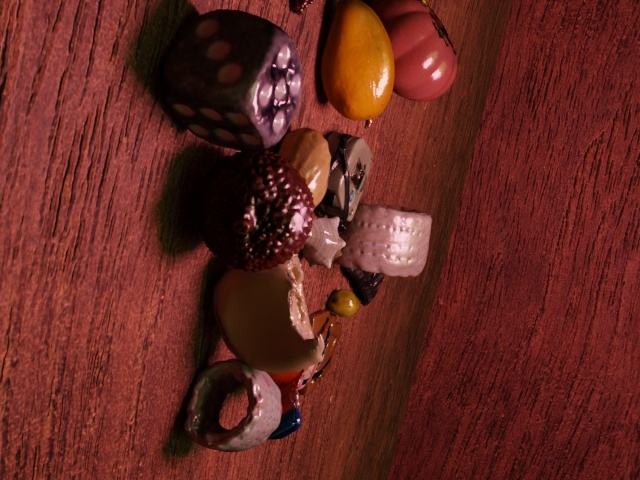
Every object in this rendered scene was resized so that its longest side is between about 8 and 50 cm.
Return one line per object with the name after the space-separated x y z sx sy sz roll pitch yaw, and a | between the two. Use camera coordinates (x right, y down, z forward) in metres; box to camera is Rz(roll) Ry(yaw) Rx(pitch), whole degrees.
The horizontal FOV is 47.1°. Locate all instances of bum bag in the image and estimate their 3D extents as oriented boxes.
0.156 0.104 2.413 0.144 0.095 0.340 -51 152 -14 | bum bag

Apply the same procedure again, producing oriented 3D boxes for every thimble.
-0.197 0.373 1.620 0.211 0.185 0.149 -43 153 -1 | thimble
0.171 -0.010 2.130 0.291 0.292 0.195 -3 105 -68 | thimble

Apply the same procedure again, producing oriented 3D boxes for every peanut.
-0.063 -0.104 1.648 0.147 0.148 0.318 56 51 -64 | peanut

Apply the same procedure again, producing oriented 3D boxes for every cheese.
-0.094 0.326 1.773 0.129 0.217 0.329 41 28 -31 | cheese
-0.099 0.152 1.557 0.127 0.233 0.266 -42 119 -62 | cheese

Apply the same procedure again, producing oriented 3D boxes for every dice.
-0.145 -0.269 1.252 0.181 0.182 0.183 61 47 -60 | dice

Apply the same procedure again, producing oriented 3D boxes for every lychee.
-0.123 -0.063 1.410 0.271 0.236 0.235 -91 -170 -71 | lychee

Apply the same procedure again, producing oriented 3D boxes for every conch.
0.012 0.006 1.920 0.137 0.114 0.234 -39 160 -7 | conch

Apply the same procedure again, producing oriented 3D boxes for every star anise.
-0.026 -0.545 1.495 0.097 0.070 0.190 -53 165 -20 | star anise

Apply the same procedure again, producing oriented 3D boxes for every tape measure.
0.057 -0.159 1.940 0.207 0.115 0.235 45 63 -69 | tape measure

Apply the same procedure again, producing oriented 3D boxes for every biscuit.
-0.004 0.324 2.239 0.278 0.043 0.301 -62 156 -29 | biscuit

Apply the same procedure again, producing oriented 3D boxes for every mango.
0.088 -0.420 1.753 0.119 0.177 0.316 -87 173 -66 | mango

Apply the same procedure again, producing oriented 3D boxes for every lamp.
0.214 -0.492 1.910 0.305 0.240 0.305 45 26 -29 | lamp

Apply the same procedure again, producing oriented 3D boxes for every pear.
0.071 0.193 2.268 0.097 0.092 0.092 -15 125 -29 | pear
